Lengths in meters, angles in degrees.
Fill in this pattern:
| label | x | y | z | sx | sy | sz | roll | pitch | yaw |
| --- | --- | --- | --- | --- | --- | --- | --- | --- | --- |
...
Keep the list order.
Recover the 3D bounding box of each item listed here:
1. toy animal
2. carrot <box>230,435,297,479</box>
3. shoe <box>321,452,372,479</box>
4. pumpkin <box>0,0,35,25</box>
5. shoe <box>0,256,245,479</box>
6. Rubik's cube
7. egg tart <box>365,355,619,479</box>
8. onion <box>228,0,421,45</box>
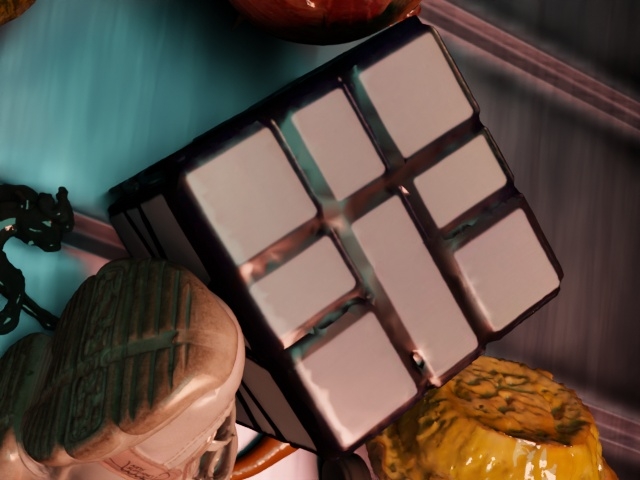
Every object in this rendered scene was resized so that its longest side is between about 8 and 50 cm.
| label | x | y | z | sx | sy | sz | roll | pitch | yaw |
| --- | --- | --- | --- | --- | --- | --- | --- | --- | --- |
| toy animal | -0.331 | 0.031 | 0.902 | 0.232 | 0.084 | 0.148 | -20 | 79 | -16 |
| carrot | -0.056 | 0.219 | 1.027 | 0.142 | 0.035 | 0.035 | -31 | 100 | -16 |
| shoe | 0.012 | 0.343 | 1.014 | 0.093 | 0.108 | 0.241 | -4 | 83 | -22 |
| pumpkin | -0.348 | -0.283 | 0.852 | 0.237 | 0.159 | 0.238 | -3 | 97 | -23 |
| shoe | -0.150 | 0.143 | 0.844 | 0.198 | 0.351 | 0.172 | 29 | 55 | -31 |
| Rubik's cube | 0.000 | 0.000 | 0.924 | 0.283 | 0.288 | 0.294 | -36 | 99 | -19 |
| egg tart | 0.177 | 0.201 | 0.995 | 0.288 | 0.288 | 0.119 | 2 | 115 | -23 |
| onion | -0.016 | -0.348 | 0.908 | 0.353 | 0.353 | 0.354 | 1 | 88 | -23 |
